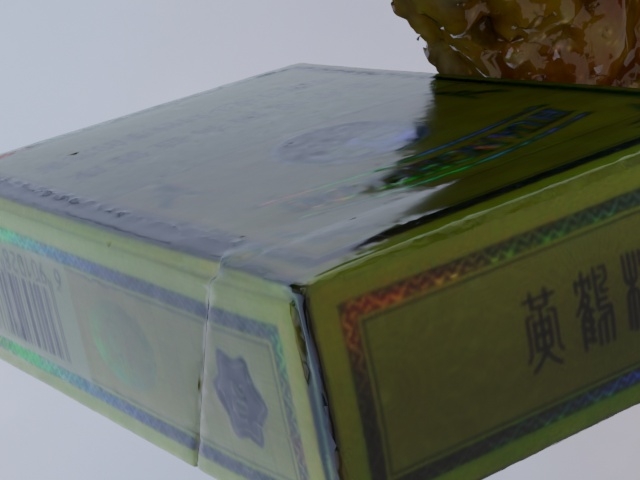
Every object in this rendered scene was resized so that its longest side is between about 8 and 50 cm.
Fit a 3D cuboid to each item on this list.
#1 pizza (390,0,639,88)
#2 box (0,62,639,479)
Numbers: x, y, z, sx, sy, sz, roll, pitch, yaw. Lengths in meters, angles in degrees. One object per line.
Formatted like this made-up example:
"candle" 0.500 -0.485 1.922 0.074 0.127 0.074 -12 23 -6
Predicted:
"pizza" 0.054 -0.147 0.507 0.226 0.086 0.335 2 -111 -53
"box" 0.000 0.001 0.436 0.141 0.220 0.064 -19 -71 -28
